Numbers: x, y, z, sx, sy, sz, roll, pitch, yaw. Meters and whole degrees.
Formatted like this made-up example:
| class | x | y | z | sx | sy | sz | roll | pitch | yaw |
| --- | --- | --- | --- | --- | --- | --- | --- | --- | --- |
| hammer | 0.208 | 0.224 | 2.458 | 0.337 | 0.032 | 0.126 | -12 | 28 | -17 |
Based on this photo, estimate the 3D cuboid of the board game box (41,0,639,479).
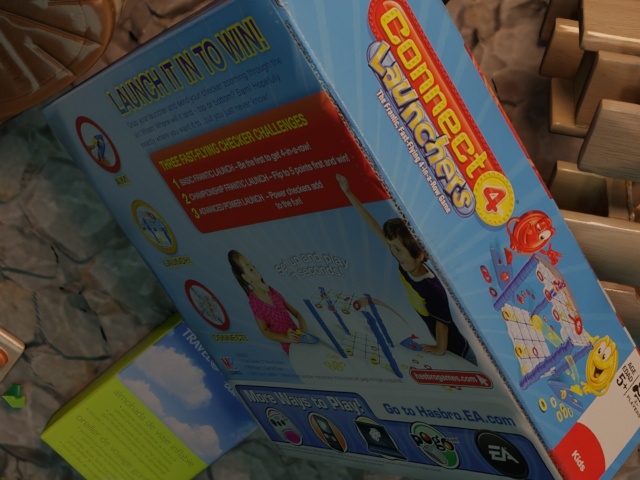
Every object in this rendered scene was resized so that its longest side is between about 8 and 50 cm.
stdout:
| class | x | y | z | sx | sy | sz | roll | pitch | yaw |
| --- | --- | --- | --- | --- | --- | --- | --- | --- | --- |
| board game box | 0.000 | 0.000 | 0.635 | 0.086 | 0.308 | 0.302 | -41 | 107 | -29 |

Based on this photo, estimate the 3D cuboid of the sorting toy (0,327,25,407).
| class | x | y | z | sx | sy | sz | roll | pitch | yaw |
| --- | --- | --- | --- | --- | --- | --- | --- | --- | --- |
| sorting toy | -0.260 | 0.098 | 0.839 | 0.083 | 0.012 | 0.062 | 36 | 110 | -10 |

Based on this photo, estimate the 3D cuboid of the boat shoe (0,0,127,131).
| class | x | y | z | sx | sy | sz | roll | pitch | yaw |
| --- | --- | --- | --- | --- | --- | --- | --- | --- | --- |
| boat shoe | -0.250 | -0.101 | 0.720 | 0.285 | 0.089 | 0.104 | -23 | 107 | 15 |

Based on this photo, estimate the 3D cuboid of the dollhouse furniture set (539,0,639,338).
| class | x | y | z | sx | sy | sz | roll | pitch | yaw |
| --- | --- | --- | --- | --- | --- | --- | --- | --- | --- |
| dollhouse furniture set | 0.213 | -0.053 | 0.645 | 0.161 | 0.212 | 0.242 | 10 | 138 | 1 |

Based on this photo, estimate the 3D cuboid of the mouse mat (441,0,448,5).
| class | x | y | z | sx | sy | sz | roll | pitch | yaw |
| --- | --- | --- | --- | --- | --- | --- | --- | --- | --- |
| mouse mat | 0.037 | -0.216 | 0.694 | 0.152 | 0.007 | 0.190 | 38 | 109 | -11 |

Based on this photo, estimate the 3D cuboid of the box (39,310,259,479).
| class | x | y | z | sx | sy | sz | roll | pitch | yaw |
| --- | --- | --- | --- | --- | --- | --- | --- | --- | --- |
| box | -0.115 | 0.129 | 0.825 | 0.178 | 0.042 | 0.109 | -39 | 106 | 16 |
